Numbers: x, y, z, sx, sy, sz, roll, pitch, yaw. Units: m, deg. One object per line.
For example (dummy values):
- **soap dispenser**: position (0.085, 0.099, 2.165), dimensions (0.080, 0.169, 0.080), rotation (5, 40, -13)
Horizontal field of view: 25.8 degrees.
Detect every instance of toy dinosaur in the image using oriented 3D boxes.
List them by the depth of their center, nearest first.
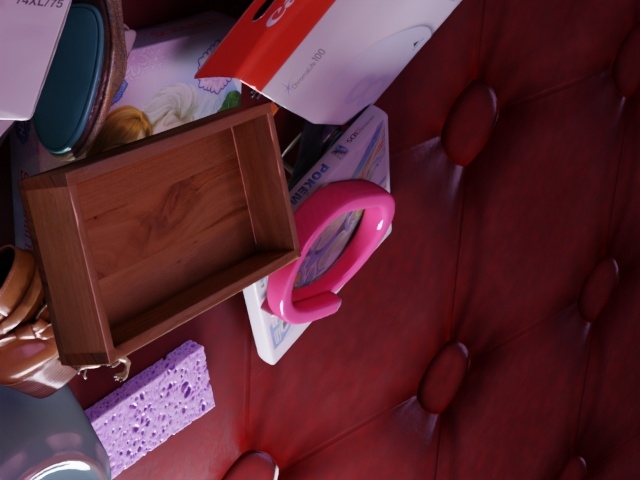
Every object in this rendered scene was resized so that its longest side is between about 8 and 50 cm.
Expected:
- **toy dinosaur**: position (-0.270, 0.133, 1.841), dimensions (0.183, 0.053, 0.092), rotation (-21, 124, -42)

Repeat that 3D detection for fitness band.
- **fitness band**: position (0.012, 0.015, 1.947), dimensions (0.291, 0.054, 0.209), rotation (-13, 133, -63)

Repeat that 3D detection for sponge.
- **sponge**: position (-0.241, 0.238, 1.953), dimensions (0.210, 0.031, 0.117), rotation (-34, 134, -34)

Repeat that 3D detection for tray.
- **tray**: position (-0.169, -0.020, 1.602), dimensions (0.411, 0.076, 0.202), rotation (-29, 111, -58)

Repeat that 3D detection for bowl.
- **bowl**: position (-0.380, 0.312, 1.723), dimensions (0.311, 0.163, 0.311), rotation (-28, 131, -38)

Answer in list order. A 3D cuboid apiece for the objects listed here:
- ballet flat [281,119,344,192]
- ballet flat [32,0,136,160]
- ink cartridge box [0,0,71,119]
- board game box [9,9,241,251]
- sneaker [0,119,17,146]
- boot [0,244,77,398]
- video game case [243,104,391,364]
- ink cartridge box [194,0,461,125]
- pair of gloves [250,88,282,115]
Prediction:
- **ballet flat**: position (-0.032, -0.088, 1.979), dimensions (0.074, 0.074, 0.203), rotation (-7, 129, -48)
- **ballet flat**: position (-0.256, -0.263, 1.529), dimensions (0.123, 0.123, 0.348), rotation (-8, 96, -48)
- **ink cartridge box**: position (-0.361, -0.254, 1.187), dimensions (0.198, 0.270, 0.197), rotation (-2, 126, -43)
- **board game box**: position (-0.235, -0.100, 1.736), dimensions (0.319, 0.066, 0.318), rotation (-23, 127, -40)
- **sneaker**: position (-0.411, -0.046, 1.531), dimensions (0.296, 0.104, 0.147), rotation (-47, 142, -9)
- **boot**: position (-0.303, 0.041, 1.596), dimensions (0.283, 0.109, 0.220), rotation (-44, 148, -3)
- **video game case**: position (0.000, 0.000, 2.023), dimensions (0.300, 0.036, 0.329), rotation (-48, 157, -21)
- **ink cartridge box**: position (0.043, -0.285, 1.763), dimensions (0.308, 0.091, 0.385), rotation (-48, 166, 19)
- **pair of gloves**: position (-0.062, -0.214, 1.924), dimensions (0.074, 0.010, 0.083), rotation (-58, 143, -9)
